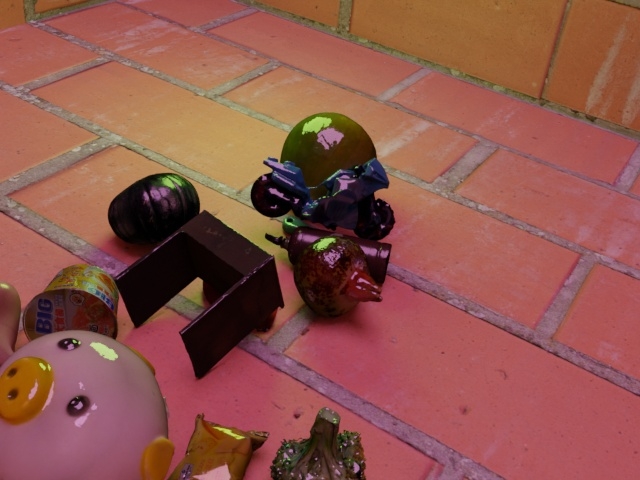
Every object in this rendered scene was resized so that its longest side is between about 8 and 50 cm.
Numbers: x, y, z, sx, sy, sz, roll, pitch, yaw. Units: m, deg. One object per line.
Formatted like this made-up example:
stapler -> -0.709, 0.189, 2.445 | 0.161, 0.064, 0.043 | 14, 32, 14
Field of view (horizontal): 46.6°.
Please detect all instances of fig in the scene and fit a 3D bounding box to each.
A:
fig -> 0.010, -0.224, 2.266 | 0.316, 0.316, 0.316 | 6, 35, -4

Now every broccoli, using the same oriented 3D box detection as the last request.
broccoli -> 0.006, 0.411, 1.437 | 0.194, 0.194, 0.220 | -24, 40, -37

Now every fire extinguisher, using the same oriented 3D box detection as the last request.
fire extinguisher -> 0.020, 0.029, 2.031 | 0.337, 0.135, 0.114 | 11, 78, 6

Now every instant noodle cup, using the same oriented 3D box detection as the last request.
instant noodle cup -> -0.550, 0.159, 1.690 | 0.205, 0.205, 0.153 | 4, 25, -6

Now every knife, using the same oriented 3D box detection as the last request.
knife -> -0.001, 0.001, 2.154 | 0.260, 0.034, 0.063 | 27, 43, 19

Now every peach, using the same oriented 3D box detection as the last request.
peach -> -0.197, 0.124, 1.907 | 0.189, 0.068, 0.279 | -17, 42, -28

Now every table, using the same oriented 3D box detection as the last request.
table -> -0.277, 0.123, 1.738 | 0.251, 0.196, 0.282 | 32, 58, 29

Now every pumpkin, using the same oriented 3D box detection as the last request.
pumpkin -> -0.450, -0.073, 2.029 | 0.250, 0.216, 0.250 | -8, 6, 1

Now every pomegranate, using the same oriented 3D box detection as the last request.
pomegranate -> 0.053, 0.100, 1.862 | 0.248, 0.214, 0.214 | 23, 36, 39

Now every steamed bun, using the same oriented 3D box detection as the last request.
steamed bun -> -0.443, 0.335, 1.351 | 0.334, 0.334, 0.374 | -8, 43, -22

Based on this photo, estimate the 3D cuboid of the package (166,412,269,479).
package -> -0.207, 0.435, 1.443 | 0.168, 0.090, 0.226 | 12, 38, 8

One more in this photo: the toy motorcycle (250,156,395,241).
toy motorcycle -> 0.020, -0.143, 2.079 | 0.416, 0.232, 0.172 | 13, 2, -4

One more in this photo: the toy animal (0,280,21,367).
toy animal -> -0.746, 0.219, 1.540 | 0.269, 0.237, 0.326 | 34, 43, 0
